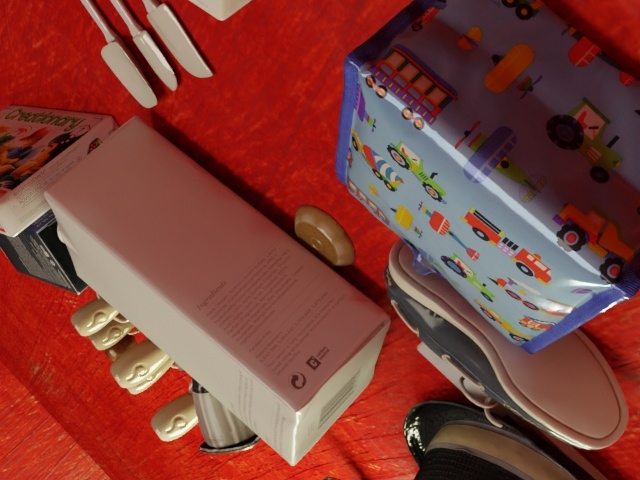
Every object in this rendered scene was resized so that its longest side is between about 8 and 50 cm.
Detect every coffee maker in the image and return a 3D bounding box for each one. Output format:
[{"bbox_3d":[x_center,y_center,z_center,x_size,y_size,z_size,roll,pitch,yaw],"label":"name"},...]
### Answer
[{"bbox_3d":[-0.126,0.172,1.306,0.171,0.120,0.178,-70,-36,-75],"label":"coffee maker"}]

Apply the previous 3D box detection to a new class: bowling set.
[{"bbox_3d":[-0.267,0.147,1.508,0.287,0.154,0.200,60,168,-27],"label":"bowling set"}]

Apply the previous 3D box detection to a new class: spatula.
[{"bbox_3d":[-0.220,-0.252,1.001,0.242,0.019,0.168,55,152,-16],"label":"spatula"}]

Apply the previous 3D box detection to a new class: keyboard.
[{"bbox_3d":[0.205,0.187,0.999,0.256,0.014,0.072,43,158,7],"label":"keyboard"}]

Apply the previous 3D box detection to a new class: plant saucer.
[{"bbox_3d":[0.000,0.000,1.031,0.083,0.015,0.083,34,150,23],"label":"plant saucer"}]

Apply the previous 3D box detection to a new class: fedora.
[{"bbox_3d":[0.181,0.323,1.042,0.334,0.152,0.334,36,154,22],"label":"fedora"}]

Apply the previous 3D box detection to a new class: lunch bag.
[{"bbox_3d":[0.116,-0.027,0.718,0.221,0.138,0.293,42,157,8],"label":"lunch bag"}]

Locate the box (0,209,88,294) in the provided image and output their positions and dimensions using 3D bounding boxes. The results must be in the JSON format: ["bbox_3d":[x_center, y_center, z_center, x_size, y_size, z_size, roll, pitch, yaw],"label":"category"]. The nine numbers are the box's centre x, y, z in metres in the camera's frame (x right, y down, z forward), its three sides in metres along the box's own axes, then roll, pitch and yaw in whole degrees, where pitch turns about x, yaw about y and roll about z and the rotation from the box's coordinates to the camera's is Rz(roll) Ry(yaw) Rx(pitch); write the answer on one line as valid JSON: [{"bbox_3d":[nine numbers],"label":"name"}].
[{"bbox_3d":[-0.353,-0.026,1.345,0.207,0.153,0.108,11,136,48],"label":"box"}]

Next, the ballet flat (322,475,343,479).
[{"bbox_3d":[0.071,0.408,1.425,0.070,0.070,0.188,-9,116,58],"label":"ballet flat"}]

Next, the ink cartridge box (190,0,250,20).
[{"bbox_3d":[-0.055,-0.257,0.669,0.061,0.104,0.181,37,150,17],"label":"ink cartridge box"}]

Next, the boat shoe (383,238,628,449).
[{"bbox_3d":[0.154,0.097,0.855,0.254,0.095,0.079,37,150,21],"label":"boat shoe"}]

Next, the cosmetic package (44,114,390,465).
[{"bbox_3d":[-0.122,0.059,1.119,0.385,0.156,0.217,40,157,15],"label":"cosmetic package"}]

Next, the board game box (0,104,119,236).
[{"bbox_3d":[-0.411,-0.101,1.284,0.305,0.193,0.053,12,138,47],"label":"board game box"}]
